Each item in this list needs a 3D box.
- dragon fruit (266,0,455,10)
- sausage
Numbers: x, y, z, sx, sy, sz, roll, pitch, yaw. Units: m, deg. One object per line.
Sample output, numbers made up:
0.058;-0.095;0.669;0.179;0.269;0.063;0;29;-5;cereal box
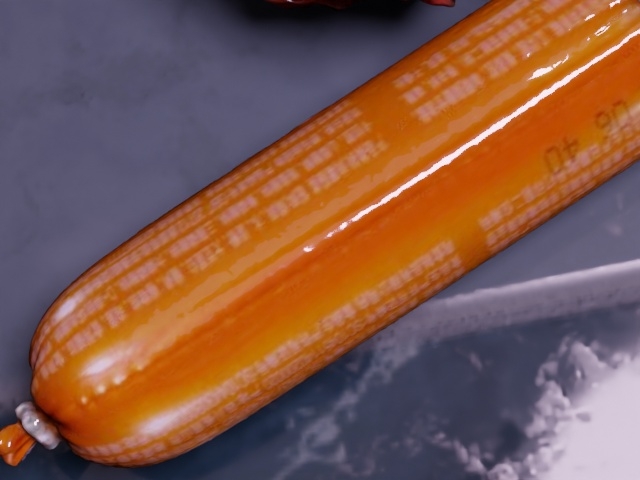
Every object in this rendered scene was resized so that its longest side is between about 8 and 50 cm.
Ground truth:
0.016;-0.176;0.584;0.209;0.172;0.172;20;78;35;dragon fruit
0.000;0.000;0.589;0.312;0.093;0.093;-33;76;-2;sausage
